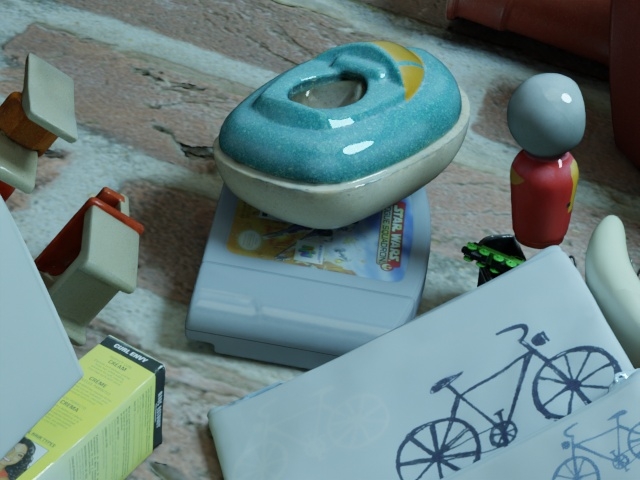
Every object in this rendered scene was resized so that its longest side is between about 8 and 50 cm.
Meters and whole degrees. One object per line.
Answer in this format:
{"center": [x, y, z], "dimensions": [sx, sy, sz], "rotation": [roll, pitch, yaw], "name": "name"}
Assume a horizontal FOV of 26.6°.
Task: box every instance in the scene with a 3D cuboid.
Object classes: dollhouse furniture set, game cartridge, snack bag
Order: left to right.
{"center": [-0.274, -0.031, 1.063], "dimensions": [0.259, 0.262, 0.135], "rotation": [31, 26, -30], "name": "dollhouse furniture set"}
{"center": [0.000, 0.000, 1.224], "dimensions": [0.198, 0.062, 0.297], "rotation": [7, 38, 2], "name": "game cartridge"}
{"center": [0.086, 0.165, 0.912], "dimensions": [0.323, 0.037, 0.342], "rotation": [-27, 41, 8], "name": "snack bag"}

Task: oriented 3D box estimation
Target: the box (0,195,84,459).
{"center": [-0.352, 0.110, 0.817], "dimensions": [0.215, 0.168, 0.345], "rotation": [16, 48, 34], "name": "box"}

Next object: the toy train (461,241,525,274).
{"center": [0.159, 0.021, 1.144], "dimensions": [0.083, 0.017, 0.024], "rotation": [25, 32, 21], "name": "toy train"}

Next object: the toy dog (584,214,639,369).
{"center": [0.436, 0.026, 1.056], "dimensions": [0.395, 0.284, 0.408], "rotation": [19, 51, 23], "name": "toy dog"}

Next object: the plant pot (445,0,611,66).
{"center": [0.322, -0.322, 1.557], "dimensions": [0.265, 0.272, 0.272], "rotation": [28, 40, 8], "name": "plant pot"}

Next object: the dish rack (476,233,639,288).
{"center": [0.277, 0.084, 1.162], "dimensions": [0.272, 0.074, 0.208], "rotation": [-1, 40, -14], "name": "dish rack"}

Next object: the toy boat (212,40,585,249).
{"center": [0.081, -0.101, 1.175], "dimensions": [0.318, 0.148, 0.267], "rotation": [18, 36, 29], "name": "toy boat"}

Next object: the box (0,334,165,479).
{"center": [-0.199, 0.166, 0.940], "dimensions": [0.058, 0.087, 0.232], "rotation": [25, 41, 21], "name": "box"}

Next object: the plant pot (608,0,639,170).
{"center": [0.447, -0.155, 1.369], "dimensions": [0.267, 0.235, 0.267], "rotation": [-11, 44, -23], "name": "plant pot"}
